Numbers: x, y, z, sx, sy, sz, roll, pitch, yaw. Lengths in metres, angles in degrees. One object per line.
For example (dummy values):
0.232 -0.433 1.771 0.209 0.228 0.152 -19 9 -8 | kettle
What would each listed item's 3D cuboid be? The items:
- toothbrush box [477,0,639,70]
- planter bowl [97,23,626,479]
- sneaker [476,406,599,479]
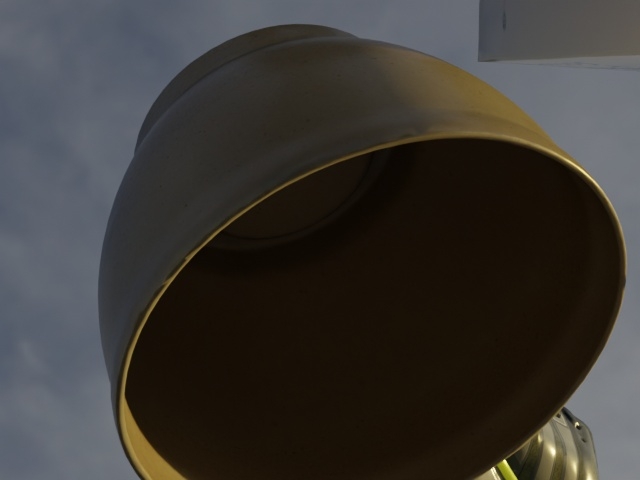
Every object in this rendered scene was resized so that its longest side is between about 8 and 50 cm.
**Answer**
0.239 -0.122 0.719 0.296 0.216 0.126 0 -86 -20 | toothbrush box
0.000 0.000 0.580 0.162 0.109 0.162 -13 -47 -14 | planter bowl
0.101 0.125 1.152 0.111 0.121 0.300 -14 -74 44 | sneaker
